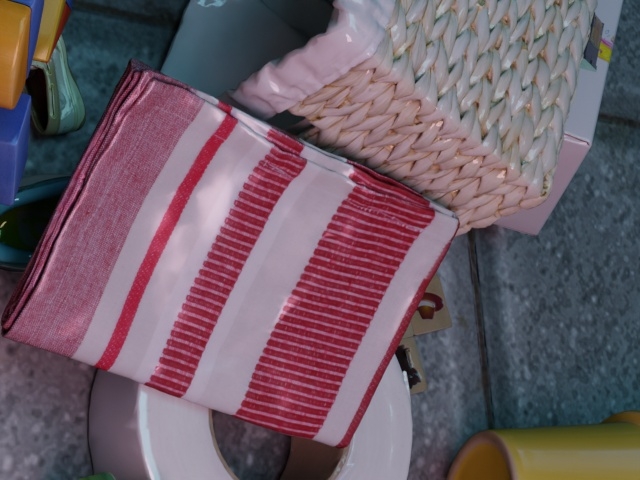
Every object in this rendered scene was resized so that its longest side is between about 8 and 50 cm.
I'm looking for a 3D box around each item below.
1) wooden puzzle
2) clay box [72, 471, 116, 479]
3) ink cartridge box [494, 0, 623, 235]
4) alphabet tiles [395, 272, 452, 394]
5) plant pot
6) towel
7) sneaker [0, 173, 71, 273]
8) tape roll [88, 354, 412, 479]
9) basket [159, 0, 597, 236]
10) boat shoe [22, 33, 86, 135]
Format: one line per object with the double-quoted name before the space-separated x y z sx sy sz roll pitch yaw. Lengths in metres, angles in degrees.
"wooden puzzle" -0.233 -0.159 1.097 0.081 0.322 0.347 18 60 -4
"clay box" -0.140 0.287 1.208 0.053 0.127 0.222 -23 91 -41
"ink cartridge box" 0.230 -0.175 1.589 0.117 0.201 0.278 18 61 0
"alphabet tiles" 0.000 0.000 1.490 0.285 0.011 0.342 -10 82 -40
"plant pot" 0.257 0.282 1.465 0.239 0.254 0.254 13 67 -20
"towel" -0.062 0.025 1.205 0.329 0.037 0.237 23 97 -28
"sneaker" -0.156 -0.015 1.226 0.275 0.110 0.107 -10 91 -2
"tape roll" -0.057 0.163 1.322 0.286 0.100 0.286 10 71 -32
"basket" 0.048 -0.173 1.363 0.266 0.328 0.331 36 53 -24
"boat shoe" -0.251 -0.156 1.315 0.045 0.050 0.135 -26 92 -46
